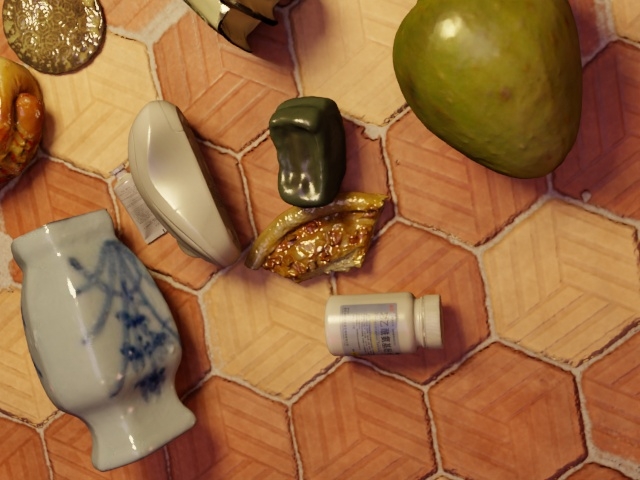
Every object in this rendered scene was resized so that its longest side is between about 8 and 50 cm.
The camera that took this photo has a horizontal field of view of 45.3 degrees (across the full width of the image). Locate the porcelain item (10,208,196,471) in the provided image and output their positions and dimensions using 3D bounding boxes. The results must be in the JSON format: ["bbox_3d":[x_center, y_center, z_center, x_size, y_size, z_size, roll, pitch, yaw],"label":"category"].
[{"bbox_3d":[-0.363,0.161,1.290,0.178,0.242,0.405,-20,92,39],"label":"porcelain item"}]

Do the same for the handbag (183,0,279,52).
[{"bbox_3d":[-0.208,-0.474,1.169,0.358,0.236,0.160,46,106,2],"label":"handbag"}]

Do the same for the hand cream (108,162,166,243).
[{"bbox_3d":[-0.317,-0.071,1.351,0.084,0.053,0.142,-32,106,15],"label":"hand cream"}]

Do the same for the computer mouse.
[{"bbox_3d":[-0.234,-0.083,1.258,0.121,0.184,0.297,-22,94,-3],"label":"computer mouse"}]

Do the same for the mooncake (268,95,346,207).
[{"bbox_3d":[-0.022,-0.139,1.215,0.104,0.168,0.175,1,83,13],"label":"mooncake"}]

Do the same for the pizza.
[{"bbox_3d":[-0.005,-0.004,1.285,0.271,0.056,0.134,-14,86,14],"label":"pizza"}]

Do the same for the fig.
[{"bbox_3d":[0.252,-0.235,1.102,0.258,0.258,0.326,-28,104,14],"label":"fig"}]

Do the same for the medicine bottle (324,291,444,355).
[{"bbox_3d":[0.106,0.137,1.257,0.186,0.103,0.103,-3,97,12],"label":"medicine bottle"}]

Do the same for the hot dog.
[{"bbox_3d":[-0.580,-0.183,1.337,0.256,0.150,0.153,-43,79,13],"label":"hot dog"}]

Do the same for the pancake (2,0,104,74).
[{"bbox_3d":[-0.470,-0.388,1.346,0.199,0.021,0.199,2,98,12],"label":"pancake"}]
